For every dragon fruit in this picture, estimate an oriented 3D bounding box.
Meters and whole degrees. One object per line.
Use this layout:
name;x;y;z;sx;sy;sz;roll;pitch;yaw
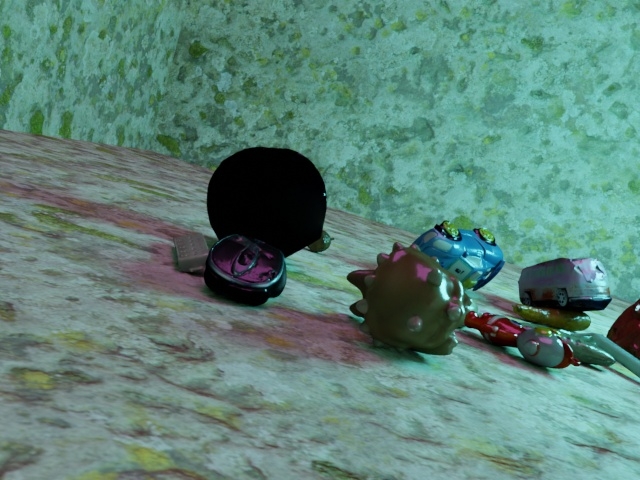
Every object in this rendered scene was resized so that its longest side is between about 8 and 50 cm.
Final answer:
dragon fruit;0.823;0.214;1.611;0.152;0.204;0.317;9;10;-41

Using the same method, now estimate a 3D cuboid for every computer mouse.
computer mouse;-0.125;0.045;1.205;0.137;0.096;0.233;17;6;0

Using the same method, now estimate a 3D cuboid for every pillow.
pillow;0.520;0.221;1.485;0.241;0.051;0.093;16;12;7

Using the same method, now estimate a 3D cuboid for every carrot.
carrot;0.618;0.205;1.817;0.248;0.059;0.059;10;9;-18

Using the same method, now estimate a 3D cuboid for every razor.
razor;0.661;0.257;1.510;0.111;0.056;0.278;15;7;-23

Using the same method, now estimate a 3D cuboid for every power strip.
power strip;-0.253;0.017;1.331;0.060;0.027;0.253;-11;14;-12

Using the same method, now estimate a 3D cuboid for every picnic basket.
picnic basket;0.000;0.000;1.920;0.072;0.072;0.083;19;9;20

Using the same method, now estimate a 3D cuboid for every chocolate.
chocolate;-0.129;-0.076;1.583;0.284;0.283;0.186;16;-11;-4

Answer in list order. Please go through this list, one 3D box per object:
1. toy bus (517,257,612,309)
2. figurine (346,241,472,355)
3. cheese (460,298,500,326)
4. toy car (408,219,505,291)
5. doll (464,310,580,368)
toy bus;0.678;0.128;1.902;0.128;0.147;0.303;1;-9;-13
figurine;0.128;0.090;1.129;0.173;0.177;0.247;34;6;-40
cheese;0.306;0.151;1.495;0.228;0.064;0.137;12;12;-21
toy car;0.379;0.065;1.923;0.314;0.198;0.166;8;43;-39
doll;0.403;0.196;1.344;0.142;0.076;0.245;9;6;-41
